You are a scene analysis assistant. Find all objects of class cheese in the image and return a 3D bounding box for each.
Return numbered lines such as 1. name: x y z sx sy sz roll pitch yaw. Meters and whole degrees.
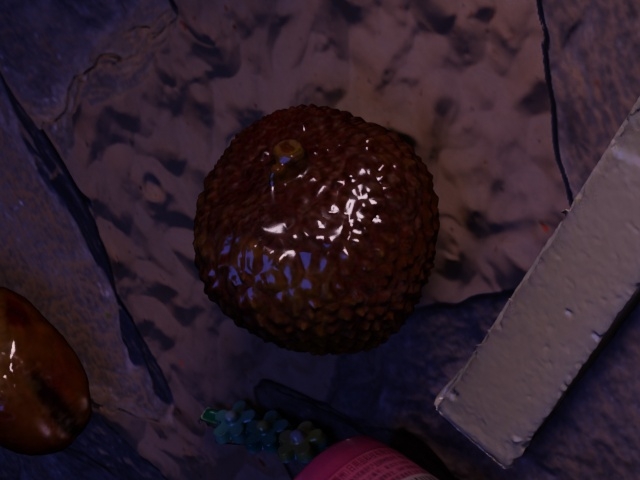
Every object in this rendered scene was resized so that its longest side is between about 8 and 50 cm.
1. cheese: 0.184 0.033 1.361 0.085 0.034 0.400 46 140 15

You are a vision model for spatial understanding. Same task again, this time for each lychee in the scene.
1. lychee: 0.001 -0.006 1.421 0.194 0.194 0.194 26 131 34

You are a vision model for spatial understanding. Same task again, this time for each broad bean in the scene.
1. broad bean: -0.316 0.116 1.877 0.228 0.122 0.156 38 163 32

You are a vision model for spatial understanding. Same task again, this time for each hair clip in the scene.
1. hair clip: -0.049 0.172 1.689 0.173 0.049 0.049 6 119 46

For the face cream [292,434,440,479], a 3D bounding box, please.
1. face cream: 0.064 0.275 1.534 0.195 0.175 0.175 34 135 29
